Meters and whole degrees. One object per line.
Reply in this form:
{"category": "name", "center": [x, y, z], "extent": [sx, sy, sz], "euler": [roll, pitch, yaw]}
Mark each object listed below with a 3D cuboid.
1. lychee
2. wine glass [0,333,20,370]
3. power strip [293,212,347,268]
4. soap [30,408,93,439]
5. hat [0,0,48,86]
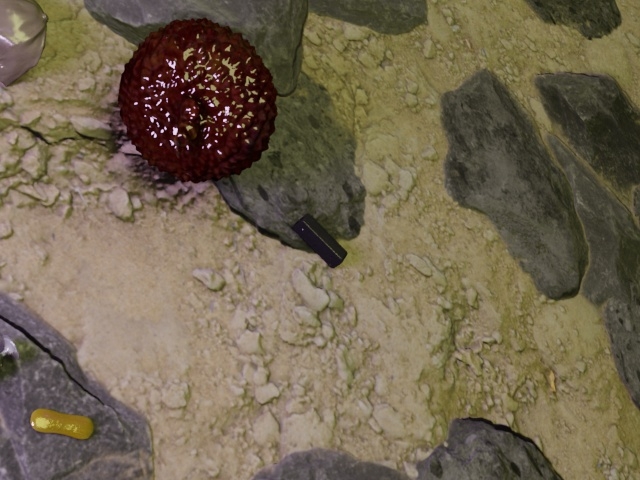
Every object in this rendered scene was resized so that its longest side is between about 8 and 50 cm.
{"category": "lychee", "center": [-0.195, -0.223, 1.427], "extent": [0.264, 0.264, 0.300], "euler": [34, 26, -19]}
{"category": "wine glass", "center": [-0.445, 0.164, 1.176], "extent": [0.039, 0.042, 0.083], "euler": [34, 46, 19]}
{"category": "power strip", "center": [0.000, 0.000, 1.615], "extent": [0.111, 0.038, 0.029], "euler": [46, 46, -10]}
{"category": "soap", "center": [-0.355, 0.253, 1.217], "extent": [0.089, 0.012, 0.034], "euler": [18, 57, -30]}
{"category": "hat", "center": [-0.520, -0.338, 1.328], "extent": [0.173, 0.144, 0.166], "euler": [18, 51, -62]}
